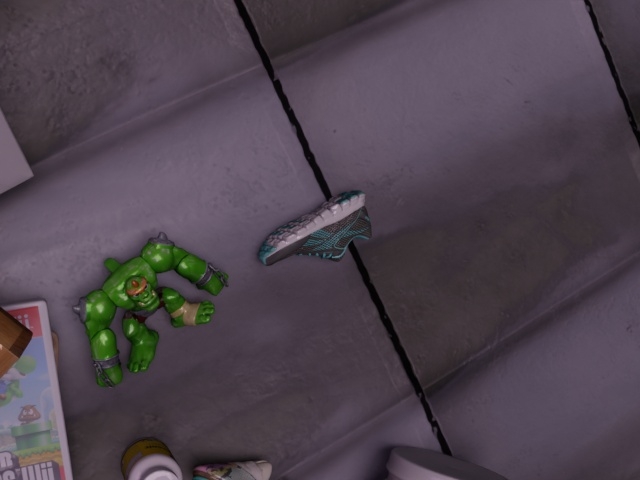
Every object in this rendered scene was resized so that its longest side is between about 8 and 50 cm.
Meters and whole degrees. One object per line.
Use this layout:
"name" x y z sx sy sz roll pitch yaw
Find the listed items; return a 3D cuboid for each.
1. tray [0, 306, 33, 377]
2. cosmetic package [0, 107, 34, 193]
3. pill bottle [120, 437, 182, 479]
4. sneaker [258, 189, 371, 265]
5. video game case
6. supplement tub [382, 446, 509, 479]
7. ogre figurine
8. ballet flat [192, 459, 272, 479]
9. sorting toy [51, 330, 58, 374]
"tray" -0.511 0.183 0.845 0.203 0.076 0.411 43 98 -15
"cosmetic package" -0.503 -0.089 0.790 0.377 0.097 0.284 -33 145 -19
"pill bottle" -0.202 0.282 1.002 0.065 0.116 0.065 -1 94 -20
"sneaker" 0.000 0.000 1.093 0.166 0.065 0.076 -28 105 -15
"video game case" -0.395 0.220 0.944 0.204 0.025 0.285 -9 99 -18
"supplement tub" 0.139 0.428 1.092 0.191 0.191 0.272 16 87 -20
"ogre figurine" -0.213 0.077 1.006 0.197 0.097 0.118 -33 121 0
"ballet flat" -0.072 0.337 1.082 0.221 0.077 0.079 47 59 -20
"sorting toy" -0.408 0.204 0.972 0.193 0.038 0.208 1 97 -20
